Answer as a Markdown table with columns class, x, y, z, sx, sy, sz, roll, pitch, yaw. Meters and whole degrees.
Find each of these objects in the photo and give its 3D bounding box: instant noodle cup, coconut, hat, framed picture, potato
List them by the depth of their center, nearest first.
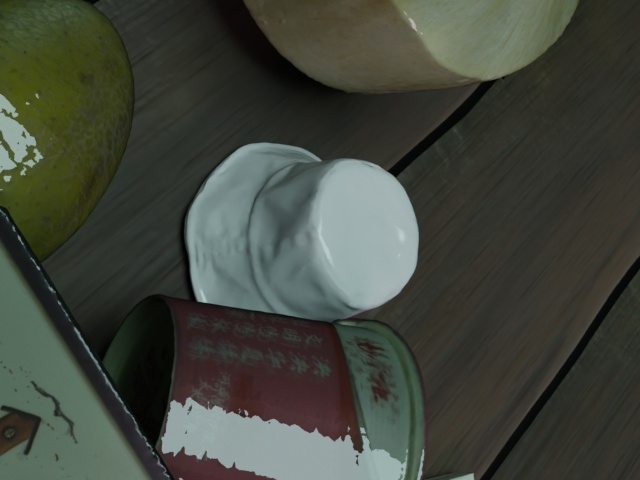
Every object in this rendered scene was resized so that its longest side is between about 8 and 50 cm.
| class | x | y | z | sx | sy | sz | roll | pitch | yaw |
| --- | --- | --- | --- | --- | --- | --- | --- | --- | --- |
| framed picture | -0.258 | 0.159 | 0.651 | 0.324 | 0.013 | 0.244 | -29 | 103 | 1 |
| potato | -0.219 | -0.078 | 0.760 | 0.251 | 0.159 | 0.174 | -52 | 138 | -41 |
| instant noodle cup | -0.061 | 0.147 | 0.810 | 0.179 | 0.235 | 0.234 | 18 | 70 | -24 |
| hat | 0.000 | 0.000 | 0.936 | 0.203 | 0.126 | 0.203 | 12 | 71 | -37 |
| coconut | 0.080 | -0.270 | 0.937 | 0.323 | 0.323 | 0.322 | 8 | 77 | -37 |

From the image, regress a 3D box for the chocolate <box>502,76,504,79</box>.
| class | x | y | z | sx | sy | sz | roll | pitch | yaw |
| --- | --- | --- | --- | --- | --- | --- | --- | --- | --- |
| chocolate | 0.145 | -0.248 | 1.158 | 0.182 | 0.028 | 0.086 | 42 | 61 | -26 |

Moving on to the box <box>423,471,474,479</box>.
| class | x | y | z | sx | sy | sz | roll | pitch | yaw |
| --- | --- | --- | --- | --- | --- | --- | --- | --- | --- |
| box | 0.102 | 0.326 | 1.016 | 0.122 | 0.032 | 0.220 | -4 | 85 | -38 |
